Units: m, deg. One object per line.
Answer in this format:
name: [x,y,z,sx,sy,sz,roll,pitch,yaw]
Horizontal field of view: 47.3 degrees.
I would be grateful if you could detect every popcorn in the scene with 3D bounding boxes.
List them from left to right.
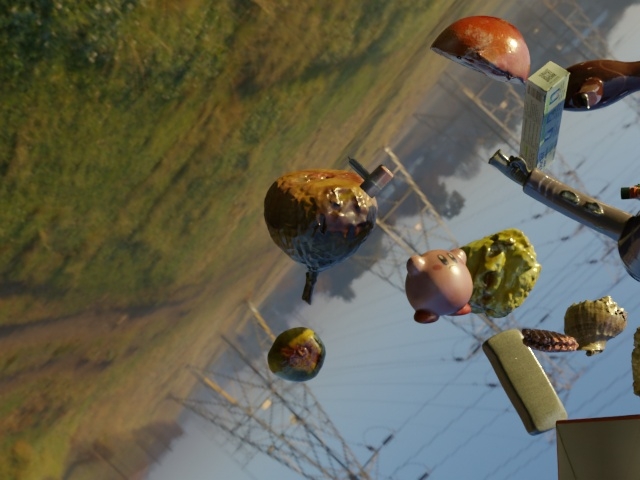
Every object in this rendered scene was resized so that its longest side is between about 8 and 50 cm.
popcorn: [0.463,0.104,2.006,0.286,0.225,0.174,-23,174,7]

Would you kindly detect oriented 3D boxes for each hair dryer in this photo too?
hair dryer: [0.089,-0.140,1.457,0.063,0.114,0.037,-47,143,7]
hair dryer: [0.426,-0.062,1.166,0.121,0.361,0.301,-57,155,-8]
hair dryer: [0.679,-0.355,1.699,0.313,0.123,0.340,-7,-163,26]

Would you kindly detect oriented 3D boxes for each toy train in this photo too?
toy train: [0.780,-0.116,1.750,0.064,0.044,0.103,-3,-177,-36]

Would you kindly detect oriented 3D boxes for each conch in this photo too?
conch: [0.730,0.226,1.957,0.155,0.130,0.207,5,-127,44]

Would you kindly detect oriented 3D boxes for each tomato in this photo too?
tomato: [0.328,-0.396,1.469,0.228,0.199,0.112,-128,-123,-67]

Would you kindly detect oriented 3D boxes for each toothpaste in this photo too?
toothpaste: [0.538,-0.284,1.780,0.081,0.067,0.336,-38,151,-12]

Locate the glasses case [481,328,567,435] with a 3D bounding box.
glasses case: [0.622,0.429,2.233,0.131,0.323,0.074,-18,157,-19]

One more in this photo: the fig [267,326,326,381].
fig: [-0.061,0.286,1.814,0.153,0.135,0.121,-19,176,18]

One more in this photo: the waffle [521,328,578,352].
waffle: [0.349,0.153,1.115,0.075,0.083,0.029,15,-80,56]

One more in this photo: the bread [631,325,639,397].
bread: [0.759,0.224,1.484,0.204,0.162,0.262,-9,152,-16]

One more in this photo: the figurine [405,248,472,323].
figurine: [0.289,0.105,1.789,0.173,0.173,0.173,-47,179,-1]

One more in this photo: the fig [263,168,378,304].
fig: [0.000,0.000,1.849,0.286,0.286,0.368,-46,145,-53]

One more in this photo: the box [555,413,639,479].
box: [0.713,0.545,1.575,0.348,0.257,0.318,127,-34,-69]
